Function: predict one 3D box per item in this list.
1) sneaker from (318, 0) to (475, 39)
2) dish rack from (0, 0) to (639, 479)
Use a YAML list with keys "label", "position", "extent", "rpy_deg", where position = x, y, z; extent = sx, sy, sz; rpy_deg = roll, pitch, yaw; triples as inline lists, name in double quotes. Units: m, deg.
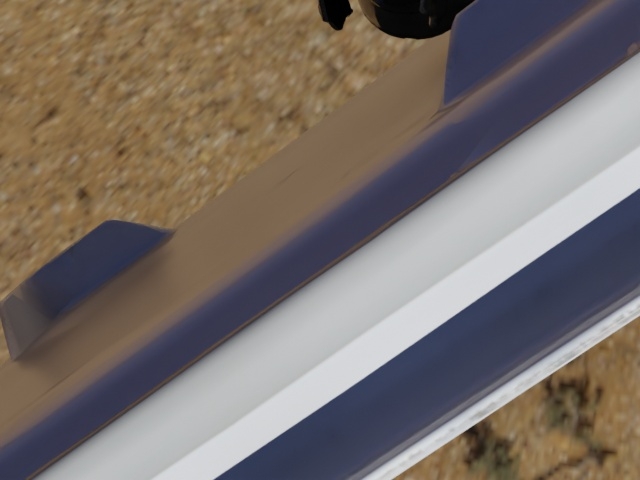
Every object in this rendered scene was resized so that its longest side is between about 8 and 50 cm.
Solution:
- label: "sneaker"
  position: [0.023, -0.121, 0.505]
  extent: [0.051, 0.089, 0.170]
  rpy_deg: [-1, 69, 13]
- label: "dish rack"
  position: [0.000, 0.000, 0.521]
  extent: [0.333, 0.285, 0.072]
  rpy_deg: [-35, 96, 17]
